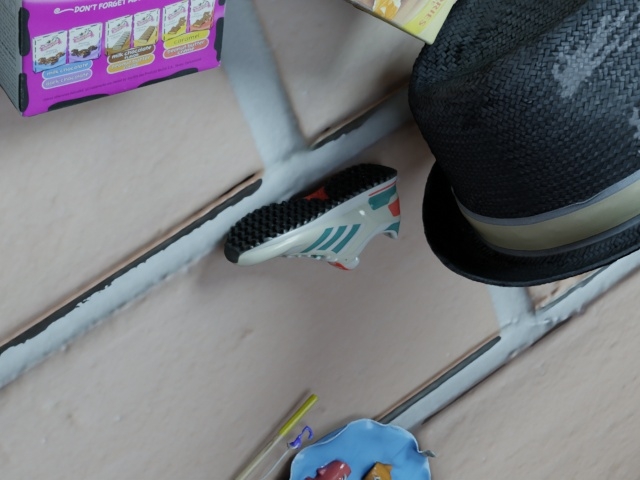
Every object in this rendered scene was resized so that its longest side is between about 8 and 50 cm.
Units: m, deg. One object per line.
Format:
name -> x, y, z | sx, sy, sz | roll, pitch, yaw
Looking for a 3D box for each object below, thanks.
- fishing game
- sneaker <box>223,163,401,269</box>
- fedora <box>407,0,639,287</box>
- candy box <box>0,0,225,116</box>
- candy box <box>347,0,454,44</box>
fishing game -> 0.028, 0.247, 1.620 | 0.189, 0.041, 0.264 | -43, 130, -6
sneaker -> 0.000, 0.000, 1.467 | 0.161, 0.057, 0.075 | -27, 119, -25
fedora -> 0.187, -0.123, 1.380 | 0.334, 0.334, 0.152 | -48, 121, -6
candy box -> -0.142, -0.210, 1.221 | 0.159, 0.071, 0.233 | -17, 137, -28
candy box -> 0.086, -0.316, 1.320 | 0.183, 0.087, 0.316 | 17, 102, -61
